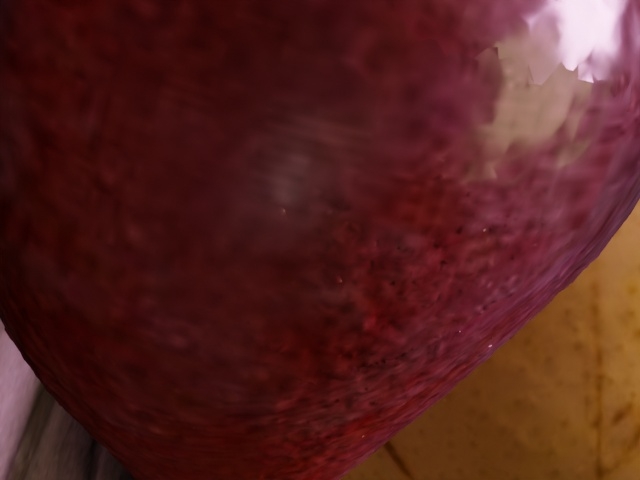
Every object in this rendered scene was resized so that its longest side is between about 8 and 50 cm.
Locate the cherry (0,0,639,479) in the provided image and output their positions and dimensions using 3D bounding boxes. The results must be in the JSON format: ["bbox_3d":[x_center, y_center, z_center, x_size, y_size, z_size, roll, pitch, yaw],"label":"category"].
[{"bbox_3d":[-0.013,-0.046,0.533,0.239,0.206,0.239,-41,-179,1],"label":"cherry"}]

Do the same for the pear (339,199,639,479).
[{"bbox_3d":[0.098,0.021,0.790,0.348,0.348,0.348,17,90,-79],"label":"pear"}]
